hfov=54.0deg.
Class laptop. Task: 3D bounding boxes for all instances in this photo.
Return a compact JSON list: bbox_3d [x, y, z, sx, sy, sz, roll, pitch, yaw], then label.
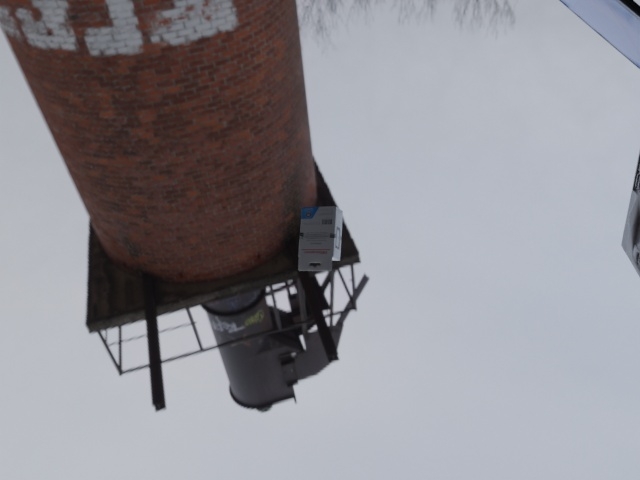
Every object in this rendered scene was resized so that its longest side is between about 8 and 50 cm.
[{"bbox_3d":[0.235,-0.097,0.532,0.137,0.264,0.234,8,-163,16],"label":"laptop"}]

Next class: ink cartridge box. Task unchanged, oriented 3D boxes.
[{"bbox_3d":[0.000,0.000,0.805,0.048,0.028,0.083,-1,-102,22],"label":"ink cartridge box"}]
